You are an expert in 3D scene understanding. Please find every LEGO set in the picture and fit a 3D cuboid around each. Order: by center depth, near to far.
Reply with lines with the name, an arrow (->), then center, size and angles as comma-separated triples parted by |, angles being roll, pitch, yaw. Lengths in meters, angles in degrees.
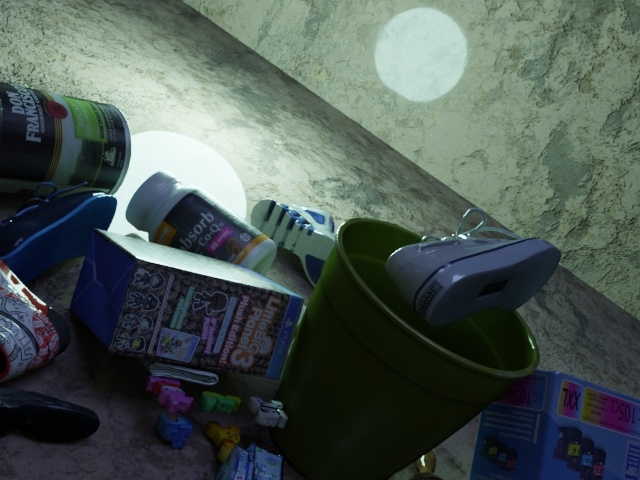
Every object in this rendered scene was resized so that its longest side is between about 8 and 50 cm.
LEGO set -> -0.152, 0.279, 1.120 | 0.227, 0.087, 0.093 | 18, 12, -31

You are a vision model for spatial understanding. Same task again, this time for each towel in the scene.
towel -> -0.235, 0.195, 1.187 | 0.113, 0.023, 0.152 | 19, -5, -28

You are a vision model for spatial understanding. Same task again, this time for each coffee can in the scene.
coffee can -> -0.527, -0.182, 1.420 | 0.275, 0.201, 0.201 | 3, 37, -50

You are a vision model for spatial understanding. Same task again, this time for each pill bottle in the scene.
pill bottle -> -0.237, -0.008, 1.497 | 0.278, 0.162, 0.162 | 36, 23, 10

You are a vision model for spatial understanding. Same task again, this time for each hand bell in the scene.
hand bell -> 0.181, 0.412, 1.308 | 0.126, 0.126, 0.242 | 33, 10, 0

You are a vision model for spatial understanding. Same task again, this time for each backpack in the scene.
backpack -> -0.104, 0.346, 1.031 | 0.084, 0.105, 0.114 | 25, 25, -17

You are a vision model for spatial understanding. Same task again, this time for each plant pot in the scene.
plant pot -> 0.099, 0.213, 1.238 | 0.367, 0.352, 0.366 | 27, 23, -12

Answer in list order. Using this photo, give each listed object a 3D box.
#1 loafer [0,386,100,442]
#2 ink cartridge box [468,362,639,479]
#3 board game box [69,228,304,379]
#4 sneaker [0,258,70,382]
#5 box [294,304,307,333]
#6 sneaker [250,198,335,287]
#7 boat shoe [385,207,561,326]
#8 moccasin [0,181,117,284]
loafer -> -0.374, 0.220, 0.995 | 0.170, 0.062, 0.061 | 20, 21, -30
ink cartridge box -> 0.383, 0.428, 1.246 | 0.270, 0.395, 0.151 | 21, -13, -30
board game box -> -0.218, 0.102, 1.224 | 0.291, 0.141, 0.232 | 16, 3, -34
sneaker -> -0.494, 0.090, 1.061 | 0.270, 0.090, 0.145 | 37, 21, 5
box -> -0.089, 0.160, 1.427 | 0.087, 0.101, 0.102 | 36, 21, 8
sneaker -> -0.001, -0.001, 1.829 | 0.315, 0.127, 0.182 | 40, 26, 21
boat shoe -> 0.226, 0.032, 1.167 | 0.367, 0.135, 0.156 | -10, 43, -45
moccasin -> -0.466, -0.033, 1.284 | 0.117, 0.137, 0.342 | 21, 17, 9
